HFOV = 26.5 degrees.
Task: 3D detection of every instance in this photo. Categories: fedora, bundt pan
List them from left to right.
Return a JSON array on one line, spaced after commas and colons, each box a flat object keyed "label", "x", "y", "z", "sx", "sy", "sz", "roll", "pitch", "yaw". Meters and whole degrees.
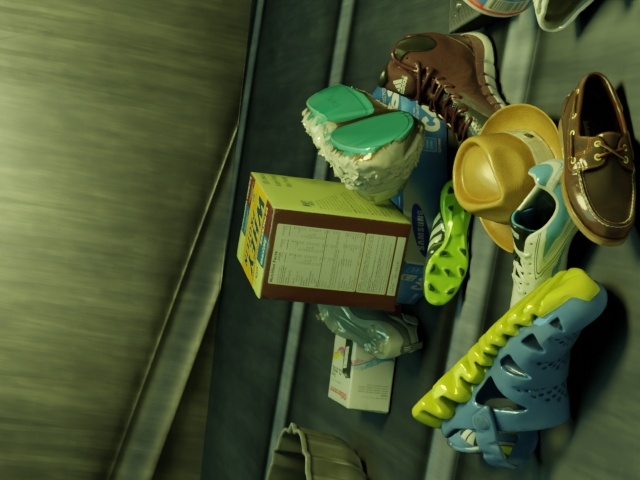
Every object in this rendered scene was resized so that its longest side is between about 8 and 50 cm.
[{"label": "bundt pan", "x": -0.005, "y": 0.473, "z": 2.246, "sx": 0.331, "sy": 0.124, "sz": 0.331, "roll": -172, "pitch": 90, "yaw": -76}, {"label": "fedora", "x": 0.215, "y": -0.075, "z": 1.634, "sx": 0.194, "sy": 0.079, "sz": 0.194, "roll": 0, "pitch": 90, "yaw": 61}]

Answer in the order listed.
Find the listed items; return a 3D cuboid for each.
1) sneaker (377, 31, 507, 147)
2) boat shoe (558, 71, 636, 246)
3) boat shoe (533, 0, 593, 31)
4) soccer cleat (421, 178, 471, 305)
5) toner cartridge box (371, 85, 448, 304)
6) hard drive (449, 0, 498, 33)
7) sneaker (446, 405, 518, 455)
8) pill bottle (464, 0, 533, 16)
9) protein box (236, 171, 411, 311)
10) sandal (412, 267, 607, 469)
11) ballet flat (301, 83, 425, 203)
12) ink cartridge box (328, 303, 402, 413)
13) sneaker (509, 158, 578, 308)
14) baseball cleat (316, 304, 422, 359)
[{"label": "sneaker", "x": 0.158, "y": -0.178, "z": 1.815, "sx": 0.281, "sy": 0.162, "sz": 0.106, "roll": -97, "pitch": 19, "yaw": -44}, {"label": "boat shoe", "x": 0.291, "y": -0.090, "z": 1.428, "sx": 0.073, "sy": 0.073, "sz": 0.207, "roll": 109, "pitch": 162, "yaw": -47}, {"label": "boat shoe", "x": 0.297, "y": -0.308, "z": 1.478, "sx": 0.277, "sy": 0.098, "sz": 0.096, "roll": 112, "pitch": 161, "yaw": -73}, {"label": "soccer cleat", "x": 0.177, "y": 0.004, "z": 1.891, "sx": 0.072, "sy": 0.060, "sz": 0.179, "roll": 136, "pitch": 146, "yaw": -83}, {"label": "toner cartridge box", "x": 0.132, "y": -0.094, "z": 2.063, "sx": 0.165, "sy": 0.075, "sz": 0.348, "roll": 123, "pitch": 150, "yaw": -63}, {"label": "hard drive", "x": 0.232, "y": -0.419, "z": 1.858, "sx": 0.172, "sy": 0.054, "sz": 0.255, "roll": 165, "pitch": 111, "yaw": -75}, {"label": "sneaker", "x": 0.204, "y": 0.235, "z": 1.677, "sx": 0.144, "sy": 0.053, "sz": 0.059, "roll": 160, "pitch": 116, "yaw": -65}, {"label": "pill bottle", "x": 0.247, "y": -0.378, "z": 1.637, "sx": 0.221, "sy": 0.124, "sz": 0.124, "roll": 124, "pitch": 150, "yaw": -60}, {"label": "protein box", "x": 0.000, "y": 0.000, "z": 1.972, "sx": 0.200, "sy": 0.201, "sz": 0.136, "roll": -125, "pitch": 43, "yaw": -69}, {"label": "sandal", "x": 0.232, "y": 0.149, "z": 1.510, "sx": 0.138, "sy": 0.126, "sz": 0.317, "roll": 47, "pitch": 141, "yaw": 12}, {"label": "ballet flat", "x": 0.073, "y": -0.130, "z": 1.967, "sx": 0.409, "sy": 0.147, "sz": 0.147, "roll": -119, "pitch": 38, "yaw": -70}, {"label": "ink cartridge box", "x": 0.070, "y": 0.180, "z": 2.185, "sx": 0.127, "sy": 0.072, "sz": 0.175, "roll": -172, "pitch": 89, "yaw": -75}, {"label": "sneaker", "x": 0.244, "y": 0.008, "z": 1.539, "sx": 0.085, "sy": 0.086, "sz": 0.237, "roll": -104, "pitch": 20, "yaw": -52}, {"label": "baseball cleat", "x": 0.077, "y": 0.124, "z": 2.075, "sx": 0.206, "sy": 0.109, "sz": 0.072, "roll": 41, "pitch": 124, "yaw": 47}]
